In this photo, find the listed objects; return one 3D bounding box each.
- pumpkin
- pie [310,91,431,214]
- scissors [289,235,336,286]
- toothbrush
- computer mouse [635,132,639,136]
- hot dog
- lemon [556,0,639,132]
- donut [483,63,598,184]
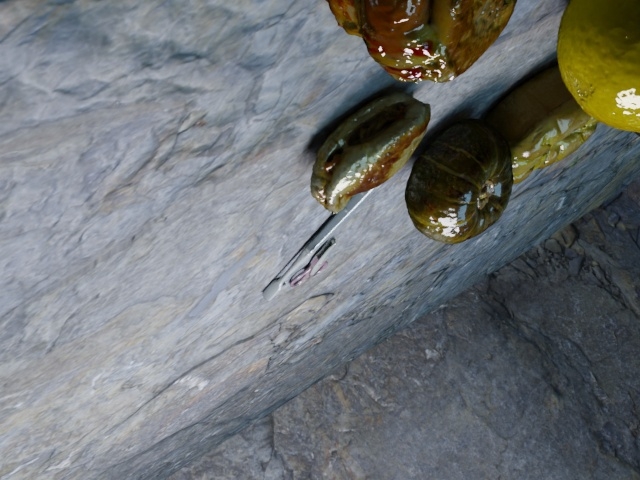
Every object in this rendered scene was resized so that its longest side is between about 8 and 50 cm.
[{"bbox_3d":[0.228,-0.097,1.715,0.219,0.162,0.219,-37,142,-36],"label":"pumpkin"},{"bbox_3d":[0.070,-0.121,1.387,0.205,0.084,0.179,-39,166,-8],"label":"pie"},{"bbox_3d":[-0.003,0.037,1.841,0.085,0.022,0.176,-26,165,-30],"label":"scissors"},{"bbox_3d":[-0.001,0.001,1.722,0.342,0.025,0.030,-48,169,36],"label":"toothbrush"},{"bbox_3d":[0.596,-0.299,1.817,0.137,0.270,0.086,-10,-138,30],"label":"computer mouse"},{"bbox_3d":[0.095,-0.238,0.971,0.153,0.150,0.256,-50,165,6],"label":"hot dog"},{"bbox_3d":[0.488,-0.294,1.492,0.293,0.293,0.293,-35,166,-10],"label":"lemon"},{"bbox_3d":[0.410,-0.221,1.810,0.261,0.128,0.208,-28,162,-34],"label":"donut"}]
